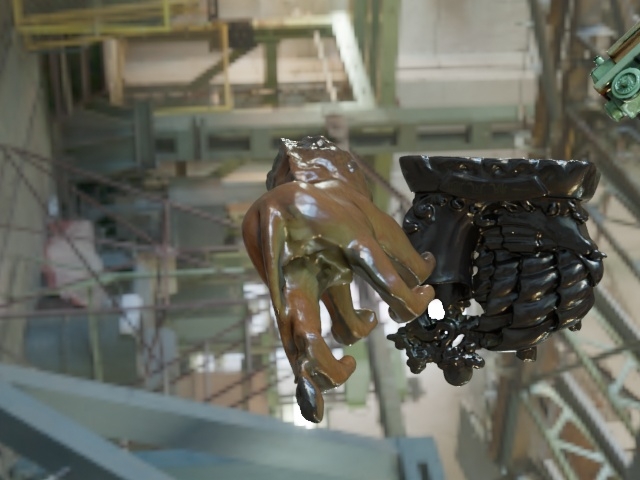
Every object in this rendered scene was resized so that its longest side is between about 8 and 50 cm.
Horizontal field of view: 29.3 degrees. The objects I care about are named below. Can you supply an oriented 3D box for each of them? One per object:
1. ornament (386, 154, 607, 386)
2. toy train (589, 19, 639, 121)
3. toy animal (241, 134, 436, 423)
[{"bbox_3d":[0.191,0.038,1.356,0.106,0.251,0.260,-4,95,-71],"label":"ornament"},{"bbox_3d":[0.393,-0.223,1.438,0.176,0.074,0.118,-44,-136,20],"label":"toy train"},{"bbox_3d":[0.000,0.000,0.851,0.157,0.097,0.312,50,12,-1],"label":"toy animal"}]
